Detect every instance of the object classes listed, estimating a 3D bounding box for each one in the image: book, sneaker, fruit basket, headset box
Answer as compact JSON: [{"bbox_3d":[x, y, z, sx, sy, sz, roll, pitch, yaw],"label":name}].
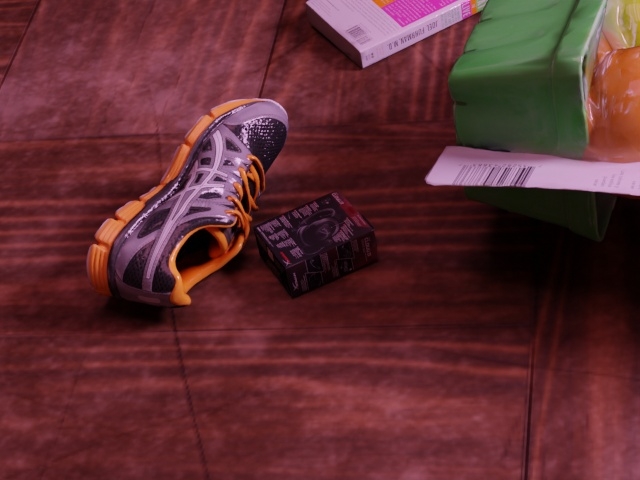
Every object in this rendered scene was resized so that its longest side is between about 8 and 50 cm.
[{"bbox_3d":[0.072,-0.213,1.568,0.144,0.035,0.096,-27,45,-17],"label":"book"},{"bbox_3d":[-0.084,-0.024,1.347,0.083,0.084,0.215,22,59,31],"label":"sneaker"},{"bbox_3d":[0.284,-0.106,1.281,0.353,0.165,0.327,7,35,16],"label":"fruit basket"},{"bbox_3d":[0.000,0.000,1.329,0.083,0.032,0.062,-23,41,-15],"label":"headset box"}]
